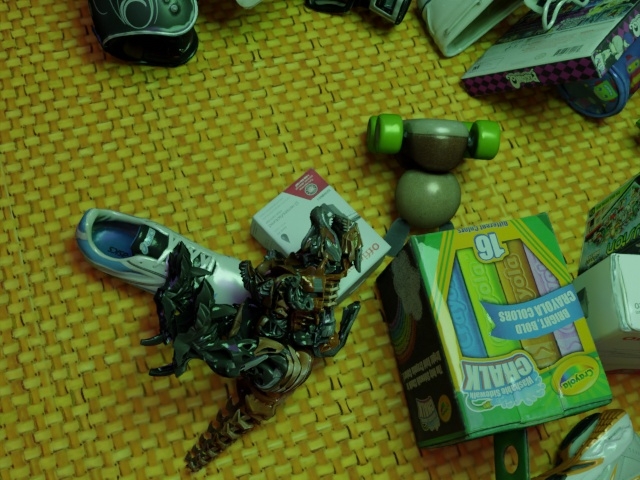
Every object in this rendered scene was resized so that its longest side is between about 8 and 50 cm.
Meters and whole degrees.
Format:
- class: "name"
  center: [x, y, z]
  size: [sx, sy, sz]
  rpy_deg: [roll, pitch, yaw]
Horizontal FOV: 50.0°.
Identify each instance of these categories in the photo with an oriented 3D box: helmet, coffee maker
- class: "helmet"
  center: [-0.224, -0.331, 0.920]
  size: [0.169, 0.169, 0.162]
  rpy_deg: [0, 85, -10]
- class: "coffee maker"
  center: [0.065, -0.417, 1.022]
  size: [0.178, 0.120, 0.171]
  rpy_deg: [21, 67, -2]

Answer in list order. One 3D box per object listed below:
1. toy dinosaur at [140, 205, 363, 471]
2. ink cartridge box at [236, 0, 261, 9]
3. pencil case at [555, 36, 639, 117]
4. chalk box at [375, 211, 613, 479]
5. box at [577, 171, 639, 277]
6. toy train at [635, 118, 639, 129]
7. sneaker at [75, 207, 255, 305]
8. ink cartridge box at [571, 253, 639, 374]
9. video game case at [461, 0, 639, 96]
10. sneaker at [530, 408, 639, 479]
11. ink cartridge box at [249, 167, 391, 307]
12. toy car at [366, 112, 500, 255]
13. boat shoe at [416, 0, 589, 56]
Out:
- class: "toy dinosaur"
  center: [-0.069, 0.110, 0.766]
  size: [0.218, 0.164, 0.322]
  rpy_deg: [25, 73, -27]
- class: "ink cartridge box"
  center: [-0.125, -0.477, 0.921]
  size: [0.114, 0.197, 0.273]
  rpy_deg: [-27, 49, 20]
- class: "pencil case"
  center: [0.473, -0.315, 1.053]
  size: [0.306, 0.133, 0.119]
  rpy_deg: [-46, 118, -21]
- class: "chalk box"
  center: [0.199, 0.141, 0.804]
  size: [0.179, 0.180, 0.289]
  rpy_deg: [-10, 73, -13]
- class: "box"
  center: [0.406, -0.026, 0.883]
  size: [0.036, 0.207, 0.114]
  rpy_deg: [20, 68, -2]
- class: "toy train"
  center: [0.513, -0.205, 0.986]
  size: [0.248, 0.105, 0.143]
  rpy_deg: [42, 102, -13]
- class: "sneaker"
  center: [-0.183, 0.026, 0.833]
  size: [0.237, 0.086, 0.085]
  rpy_deg: [19, 66, -4]
- class: "ink cartridge box"
  center: [0.370, 0.096, 0.826]
  size: [0.158, 0.218, 0.092]
  rpy_deg: [3, 69, -9]
- class: "video game case"
  center: [0.346, -0.289, 0.971]
  size: [0.210, 0.232, 0.042]
  rpy_deg: [-45, 115, -21]
- class: "sneaker"
  center: [0.305, 0.319, 0.800]
  size: [0.262, 0.099, 0.121]
  rpy_deg: [-36, 83, -18]
- class: "ink cartridge box"
  center: [0.000, 0.000, 0.884]
  size: [0.150, 0.063, 0.109]
  rpy_deg: [45, 69, 8]
- class: "toy car"
  center: [0.141, -0.070, 0.923]
  size: [0.154, 0.149, 0.189]
  rpy_deg: [3, 98, -5]
- class: "boat shoe"
  center: [0.299, -0.361, 0.934]
  size: [0.135, 0.367, 0.157]
  rpy_deg: [-6, 75, -50]
